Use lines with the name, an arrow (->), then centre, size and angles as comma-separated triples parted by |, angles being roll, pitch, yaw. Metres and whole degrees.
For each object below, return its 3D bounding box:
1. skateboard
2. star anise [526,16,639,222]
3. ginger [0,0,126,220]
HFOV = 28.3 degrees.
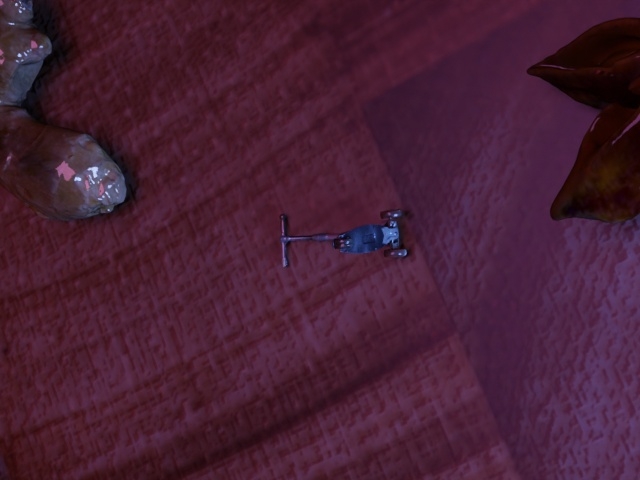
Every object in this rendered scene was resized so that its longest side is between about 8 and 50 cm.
skateboard -> 0.000, 0.000, 0.736 | 0.083, 0.064, 0.032 | -3, 95, 36
star anise -> 0.193, -0.080, 0.611 | 0.196, 0.111, 0.212 | -45, 45, -16
ginger -> -0.204, -0.100, 0.832 | 0.214, 0.059, 0.133 | 33, 106, 24
